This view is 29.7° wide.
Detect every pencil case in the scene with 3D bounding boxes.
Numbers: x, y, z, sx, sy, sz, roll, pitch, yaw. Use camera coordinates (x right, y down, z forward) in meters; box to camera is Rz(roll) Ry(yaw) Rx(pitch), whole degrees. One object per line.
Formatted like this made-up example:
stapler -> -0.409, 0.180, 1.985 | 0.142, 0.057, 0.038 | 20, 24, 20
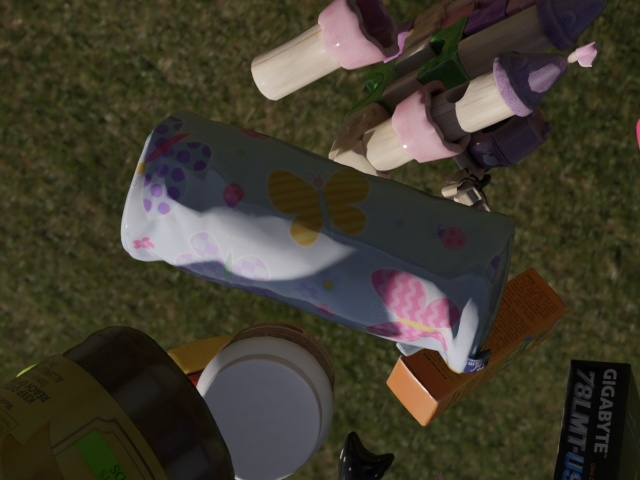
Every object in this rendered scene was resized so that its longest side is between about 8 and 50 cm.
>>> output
pencil case -> 0.000, 0.000, 0.838 | 0.273, 0.114, 0.124 | 20, 155, 8

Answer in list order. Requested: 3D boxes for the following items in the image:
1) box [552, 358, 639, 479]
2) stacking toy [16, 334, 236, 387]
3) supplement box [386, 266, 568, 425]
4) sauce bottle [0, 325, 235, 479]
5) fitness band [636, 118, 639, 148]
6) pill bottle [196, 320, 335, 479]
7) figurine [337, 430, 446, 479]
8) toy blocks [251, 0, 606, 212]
box -> 0.292, 0.318, 1.255 | 0.073, 0.293, 0.295 | 1, 148, 23
stacking toy -> -0.234, 0.207, 1.248 | 0.308, 0.130, 0.279 | -24, 165, 21
supplement box -> 0.196, 0.128, 1.487 | 0.080, 0.233, 0.078 | 47, 151, 18
sauce bottle -> -0.192, 0.164, 0.479 | 0.111, 0.344, 0.111 | 38, 147, 30
fitness band -> 0.495, -0.143, 1.331 | 0.290, 0.054, 0.209 | -16, 169, 38
pill bottle -> -0.048, 0.141, 1.069 | 0.121, 0.121, 0.221 | 27, -178, 1
figurine -> 0.090, 0.393, 1.622 | 0.214, 0.210, 0.092 | 24, 172, 0
toy blocks -> 0.153, -0.159, 1.089 | 0.260, 0.289, 0.309 | -23, 116, 32
